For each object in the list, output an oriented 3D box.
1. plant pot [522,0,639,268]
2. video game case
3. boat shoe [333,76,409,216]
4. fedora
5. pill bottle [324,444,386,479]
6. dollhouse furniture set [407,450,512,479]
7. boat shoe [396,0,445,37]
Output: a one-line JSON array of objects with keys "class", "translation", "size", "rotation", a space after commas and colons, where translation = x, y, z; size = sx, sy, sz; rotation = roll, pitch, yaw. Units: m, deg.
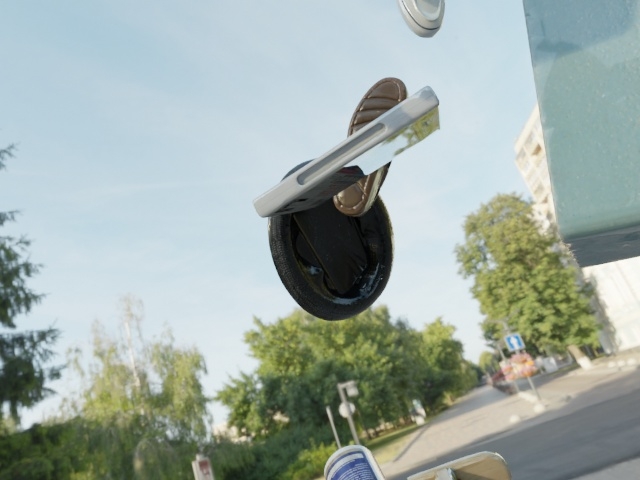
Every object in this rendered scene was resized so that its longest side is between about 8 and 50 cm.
[{"class": "plant pot", "translation": [0.354, -0.120, 0.487], "size": [0.252, 0.246, 0.248], "rotation": [-9, -13, 29]}, {"class": "video game case", "translation": [0.042, -0.088, 0.564], "size": [0.193, 0.023, 0.212], "rotation": [-31, -2, 15]}, {"class": "boat shoe", "translation": [0.094, -0.167, 0.952], "size": [0.257, 0.095, 0.095], "rotation": [-67, -21, 3]}, {"class": "fedora", "translation": [0.000, 0.000, 1.091], "size": [0.334, 0.333, 0.153], "rotation": [-6, 0, -33]}, {"class": "pill bottle", "translation": [0.072, 0.423, 0.832], "size": [0.094, 0.094, 0.169], "rotation": [-15, 23, -11]}, {"class": "dollhouse furniture set", "translation": [0.292, 0.471, 0.560], "size": [0.257, 0.394, 0.362], "rotation": [-21, -3, 5]}, {"class": "boat shoe", "translation": [0.169, -0.461, 0.873], "size": [0.083, 0.226, 0.076], "rotation": [-7, -10, -12]}]
